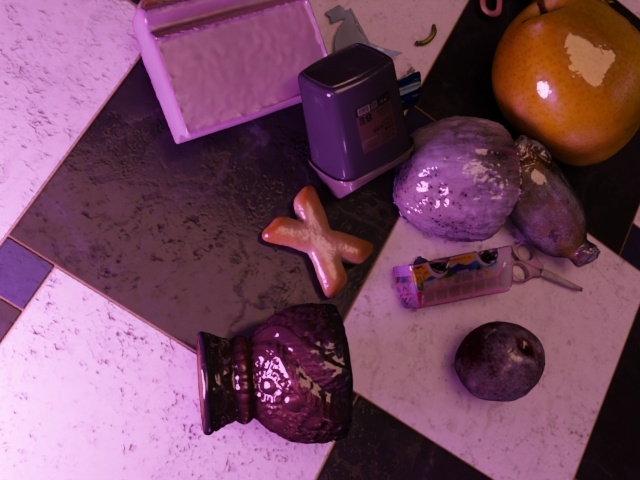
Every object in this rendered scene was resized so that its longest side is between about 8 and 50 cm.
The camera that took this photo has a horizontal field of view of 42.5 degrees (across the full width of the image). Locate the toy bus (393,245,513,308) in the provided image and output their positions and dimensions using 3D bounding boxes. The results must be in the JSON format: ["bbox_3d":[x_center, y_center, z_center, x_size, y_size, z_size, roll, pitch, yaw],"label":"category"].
[{"bbox_3d":[0.300,0.078,1.827,0.274,0.090,0.112,-9,88,-23],"label":"toy bus"}]

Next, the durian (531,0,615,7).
[{"bbox_3d":[0.633,-0.667,2.047,0.225,0.291,0.291,11,74,-7],"label":"durian"}]

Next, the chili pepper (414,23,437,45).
[{"bbox_3d":[0.257,-0.491,1.979,0.083,0.017,0.030,-41,93,-24],"label":"chili pepper"}]

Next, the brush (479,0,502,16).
[{"bbox_3d":[0.431,-0.668,2.074,0.103,0.047,0.233,11,76,-19],"label":"brush"}]

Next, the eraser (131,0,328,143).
[{"bbox_3d":[-0.173,-0.383,1.711,0.359,0.122,0.272,-21,94,-24],"label":"eraser"}]

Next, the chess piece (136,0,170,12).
[{"bbox_3d":[-0.344,-0.476,1.726,0.084,0.038,0.083,5,76,-22],"label":"chess piece"}]

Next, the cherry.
[{"bbox_3d":[0.393,0.258,1.769,0.195,0.195,0.195,5,76,-21],"label":"cherry"}]

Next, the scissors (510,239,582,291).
[{"bbox_3d":[0.533,0.079,1.955,0.212,0.021,0.110,24,67,-15],"label":"scissors"}]

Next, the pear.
[{"bbox_3d":[0.581,-0.366,1.901,0.362,0.363,0.418,-55,129,-23],"label":"pear"}]

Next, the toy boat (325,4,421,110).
[{"bbox_3d":[0.105,-0.420,1.880,0.221,0.067,0.291,-24,85,-24],"label":"toy boat"}]

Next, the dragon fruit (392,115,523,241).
[{"bbox_3d":[0.297,-0.150,1.816,0.221,0.204,0.282,8,74,-19],"label":"dragon fruit"}]

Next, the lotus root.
[{"bbox_3d":[0.516,-0.079,1.911,0.175,0.175,0.349,-42,104,-24],"label":"lotus root"}]

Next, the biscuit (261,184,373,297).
[{"bbox_3d":[-0.001,0.001,1.748,0.208,0.047,0.164,44,65,-7],"label":"biscuit"}]

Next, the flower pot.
[{"bbox_3d":[-0.095,0.257,1.546,0.267,0.266,0.266,-4,79,-13],"label":"flower pot"}]

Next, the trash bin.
[{"bbox_3d":[0.074,-0.243,1.724,0.210,0.182,0.290,-30,133,-19],"label":"trash bin"}]
